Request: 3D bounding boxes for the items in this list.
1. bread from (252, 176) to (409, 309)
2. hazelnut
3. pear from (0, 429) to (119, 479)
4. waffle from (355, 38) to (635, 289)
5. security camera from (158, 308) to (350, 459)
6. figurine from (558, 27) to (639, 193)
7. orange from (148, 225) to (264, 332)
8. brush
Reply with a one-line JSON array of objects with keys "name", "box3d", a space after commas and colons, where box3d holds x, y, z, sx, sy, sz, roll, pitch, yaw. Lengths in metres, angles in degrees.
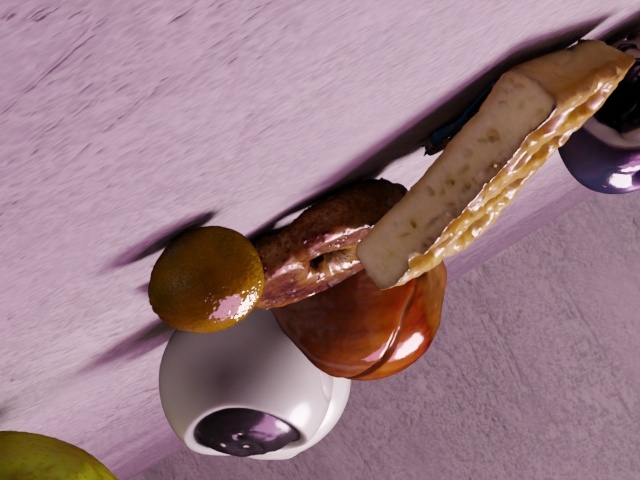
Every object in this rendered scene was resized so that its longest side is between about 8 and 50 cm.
[{"name": "bread", "box3d": [0.000, 0.000, 1.766, 0.193, 0.064, 0.193, -27, 168, -6]}, {"name": "hazelnut", "box3d": [0.042, 0.052, 1.916, 0.182, 0.182, 0.182, -29, 174, -4]}, {"name": "pear", "box3d": [-0.330, 0.370, 1.904, 0.391, 0.391, 0.391, -29, 174, -4]}, {"name": "waffle", "box3d": [0.153, -0.070, 1.656, 0.168, 0.057, 0.274, -28, 163, -50]}, {"name": "security camera", "box3d": [-0.075, 0.145, 2.025, 0.195, 0.194, 0.236, -30, 170, 6]}, {"name": "figurine", "box3d": [0.313, -0.136, 1.768, 0.222, 0.145, 0.145, -29, 174, -16]}, {"name": "orange", "box3d": [-0.092, 0.031, 1.485, 0.095, 0.085, 0.085, -23, 173, -2]}, {"name": "brush", "box3d": [0.135, -0.114, 1.675, 0.051, 0.014, 0.164, -28, 173, -23]}]
